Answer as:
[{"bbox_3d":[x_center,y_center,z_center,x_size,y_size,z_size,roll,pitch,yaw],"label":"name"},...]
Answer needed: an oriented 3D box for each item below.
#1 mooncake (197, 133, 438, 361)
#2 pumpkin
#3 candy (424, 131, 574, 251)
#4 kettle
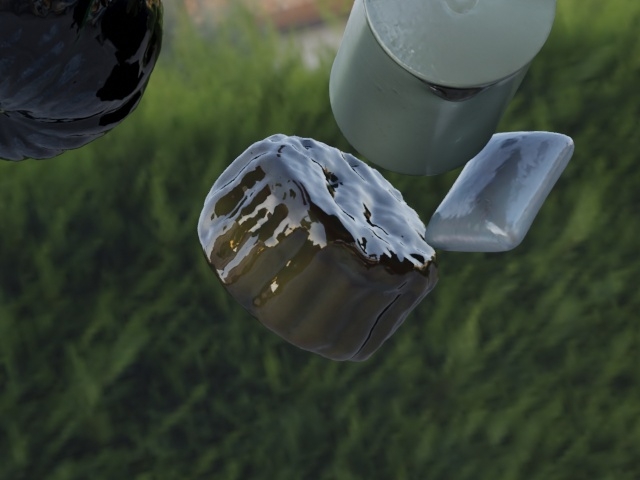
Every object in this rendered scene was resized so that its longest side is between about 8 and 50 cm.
[{"bbox_3d":[0.000,0.000,1.931,0.161,0.290,0.290,-49,-16,23],"label":"mooncake"},{"bbox_3d":[-0.356,-0.242,1.751,0.363,0.266,0.363,-3,-23,-1],"label":"pumpkin"},{"bbox_3d":[0.208,-0.059,1.872,0.138,0.071,0.174,1,47,47],"label":"candy"},{"bbox_3d":[0.136,-0.231,1.708,0.265,0.205,0.318,-56,-5,-12],"label":"kettle"}]
